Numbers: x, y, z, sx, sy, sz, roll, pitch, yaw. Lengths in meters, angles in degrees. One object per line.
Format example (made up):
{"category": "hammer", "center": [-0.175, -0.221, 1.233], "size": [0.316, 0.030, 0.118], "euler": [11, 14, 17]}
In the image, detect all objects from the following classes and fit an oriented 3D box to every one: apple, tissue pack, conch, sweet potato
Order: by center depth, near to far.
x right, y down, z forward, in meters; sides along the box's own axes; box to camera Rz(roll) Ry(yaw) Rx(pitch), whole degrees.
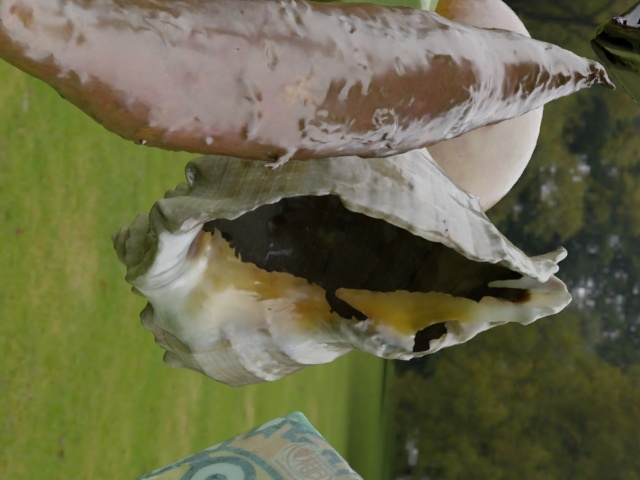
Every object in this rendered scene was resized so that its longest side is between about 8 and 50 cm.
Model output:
{"category": "sweet potato", "center": [0.007, -0.061, 0.467], "size": [0.066, 0.314, 0.072], "euler": [-19, -105, 52]}
{"category": "conch", "center": [-0.003, -0.010, 0.808], "size": [0.263, 0.324, 0.186], "euler": [39, 42, -70]}
{"category": "tissue pack", "center": [-0.096, 0.321, 1.226], "size": [0.228, 0.310, 0.128], "euler": [39, -39, 52]}
{"category": "apple", "center": [0.111, -0.200, 1.711], "size": [0.333, 0.400, 0.400], "euler": [41, 46, -40]}

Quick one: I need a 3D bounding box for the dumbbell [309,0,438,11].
{"category": "dumbbell", "center": [-0.051, -0.234, 0.800], "size": [0.108, 0.302, 0.121], "euler": [-37, -159, 38]}

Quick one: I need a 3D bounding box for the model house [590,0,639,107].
{"category": "model house", "center": [0.559, -0.225, 1.426], "size": [0.297, 0.282, 0.317], "euler": [49, -8, -35]}
